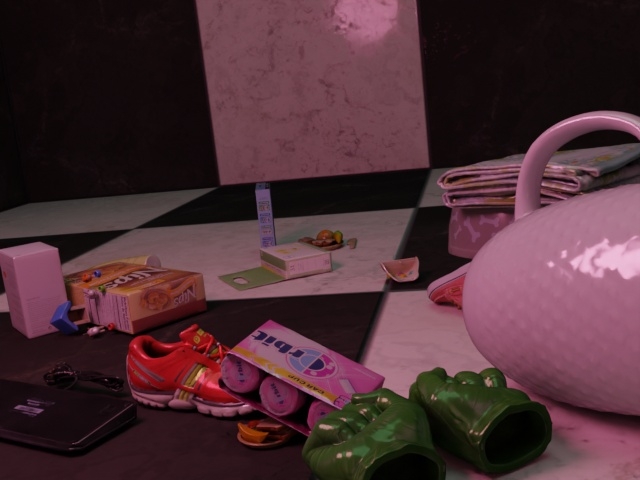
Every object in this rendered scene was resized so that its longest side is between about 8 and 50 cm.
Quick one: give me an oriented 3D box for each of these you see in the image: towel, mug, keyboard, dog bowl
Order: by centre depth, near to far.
[{"bbox_3d":[0.351,0.026,0.981,0.276,0.374,0.328,-2,-4,-40],"label":"mug"},{"bbox_3d":[-0.397,0.242,1.169,0.317,0.033,0.201,2,20,32],"label":"keyboard"},{"bbox_3d":[0.454,-0.128,1.525,0.321,0.090,0.375,4,13,44],"label":"towel"},{"bbox_3d":[0.427,-0.042,1.609,0.349,0.102,0.349,-7,9,1],"label":"dog bowl"}]

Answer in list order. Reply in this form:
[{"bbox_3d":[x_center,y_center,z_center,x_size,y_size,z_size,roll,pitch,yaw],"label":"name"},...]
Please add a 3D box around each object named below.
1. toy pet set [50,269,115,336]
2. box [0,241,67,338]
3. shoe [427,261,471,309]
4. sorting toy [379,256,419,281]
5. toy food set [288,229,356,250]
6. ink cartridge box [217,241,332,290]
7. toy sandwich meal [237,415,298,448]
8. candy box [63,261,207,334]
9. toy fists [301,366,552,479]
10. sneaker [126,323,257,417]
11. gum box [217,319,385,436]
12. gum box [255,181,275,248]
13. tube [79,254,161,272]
[{"bbox_3d":[-0.472,0.133,1.539,0.114,0.122,0.065,-22,-8,37],"label":"toy pet set"},{"bbox_3d":[-0.587,0.099,1.622,0.091,0.170,0.130,-14,14,-33],"label":"box"},{"bbox_3d":[0.255,0.102,1.432,0.064,0.081,0.178,1,-22,-26],"label":"shoe"},{"bbox_3d":[0.176,0.070,1.690,0.083,0.044,0.075,-7,19,-7],"label":"sorting toy"},{"bbox_3d":[0.000,0.000,2.128,0.192,0.038,0.132,-6,11,4],"label":"toy food set"},{"bbox_3d":[-0.112,0.057,1.878,0.235,0.056,0.171,-9,12,-23],"label":"ink cartridge box"},{"bbox_3d":[-0.066,0.238,1.007,0.086,0.029,0.085,-6,11,1],"label":"toy sandwich meal"},{"bbox_3d":[-0.409,0.114,1.661,0.317,0.087,0.183,4,15,44],"label":"candy box"},{"bbox_3d":[0.115,0.210,0.884,0.279,0.096,0.142,-13,12,-26],"label":"toy fists"},{"bbox_3d":[-0.161,0.179,1.126,0.279,0.118,0.107,-2,13,19],"label":"sneaker"},{"bbox_3d":[-0.027,0.179,1.007,0.188,0.062,0.107,24,25,19],"label":"gum box"},{"bbox_3d":[-0.146,-0.056,2.115,0.041,0.184,0.157,-6,12,-2],"label":"gum box"},{"bbox_3d":[-0.518,0.073,2.014,0.240,0.062,0.070,-5,-30,30],"label":"tube"}]
